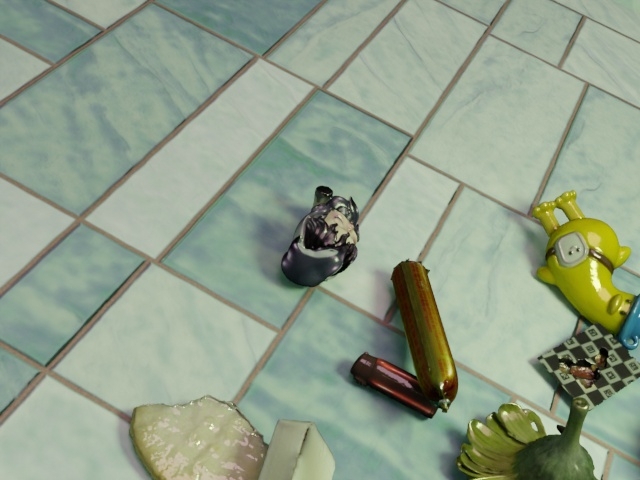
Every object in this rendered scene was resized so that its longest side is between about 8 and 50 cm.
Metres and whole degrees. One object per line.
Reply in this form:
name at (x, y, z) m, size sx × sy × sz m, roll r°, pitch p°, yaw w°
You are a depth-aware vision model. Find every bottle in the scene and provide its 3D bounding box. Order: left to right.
bottle at (0.132, 0.252, 1.542) m, size 0.164 × 0.060 × 0.060 m, roll 27°, pitch 44°, yaw 6°

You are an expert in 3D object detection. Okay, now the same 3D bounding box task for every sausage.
sausage at (0.191, 0.172, 1.577) m, size 0.082 × 0.082 × 0.371 m, roll 10°, pitch 33°, yaw -12°

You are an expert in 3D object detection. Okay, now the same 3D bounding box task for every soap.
soap at (-0.039, 0.369, 1.310) m, size 0.063 × 0.121 × 0.183 m, roll -8°, pitch 37°, yaw 24°

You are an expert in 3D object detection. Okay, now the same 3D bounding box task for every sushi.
sushi at (0.526, 0.250, 1.715) m, size 0.201 × 0.031 × 0.139 m, roll -21°, pitch 58°, yaw -32°

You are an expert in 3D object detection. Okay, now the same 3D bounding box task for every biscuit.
biscuit at (-0.172, 0.319, 1.370) m, size 0.265 × 0.040 × 0.188 m, roll 22°, pitch 46°, yaw 0°

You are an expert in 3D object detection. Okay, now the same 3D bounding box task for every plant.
plant at (0.383, 0.362, 1.443) m, size 0.305 × 0.297 × 0.261 m, roll 15°, pitch 11°, yaw 15°

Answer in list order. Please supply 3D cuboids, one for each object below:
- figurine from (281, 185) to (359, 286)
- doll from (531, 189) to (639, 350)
figurine at (0.000, 0.000, 1.692) m, size 0.145 × 0.145 × 0.222 m, roll 21°, pitch 34°, yaw -1°
doll at (0.565, 0.070, 1.847) m, size 0.199 × 0.145 × 0.363 m, roll -25°, pitch 63°, yaw 4°
